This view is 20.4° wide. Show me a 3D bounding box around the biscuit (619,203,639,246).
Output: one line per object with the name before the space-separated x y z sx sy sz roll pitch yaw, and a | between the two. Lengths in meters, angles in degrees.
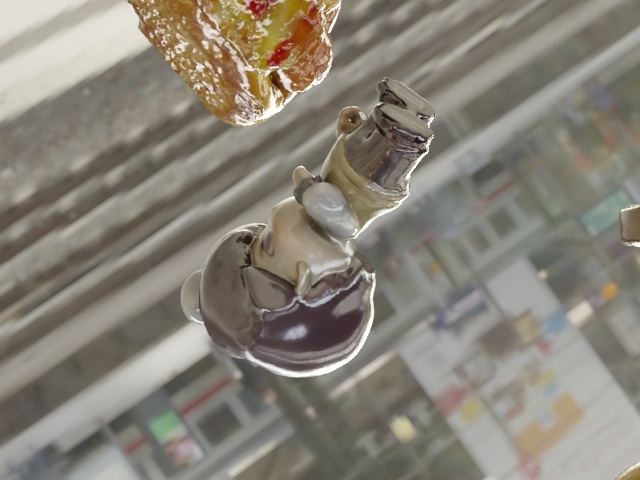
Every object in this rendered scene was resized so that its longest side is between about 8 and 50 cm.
biscuit | 0.556 -0.053 2.200 0.350 0.070 0.394 -16 178 44

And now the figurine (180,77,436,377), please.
figurine | -0.016 -0.009 1.974 0.218 0.206 0.365 -104 -152 -56

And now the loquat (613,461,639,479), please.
loquat | 0.347 0.287 1.753 0.163 0.163 0.137 -37 -158 40

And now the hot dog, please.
hot dog | -0.072 -0.215 1.465 0.153 0.256 0.150 -8 -138 44
